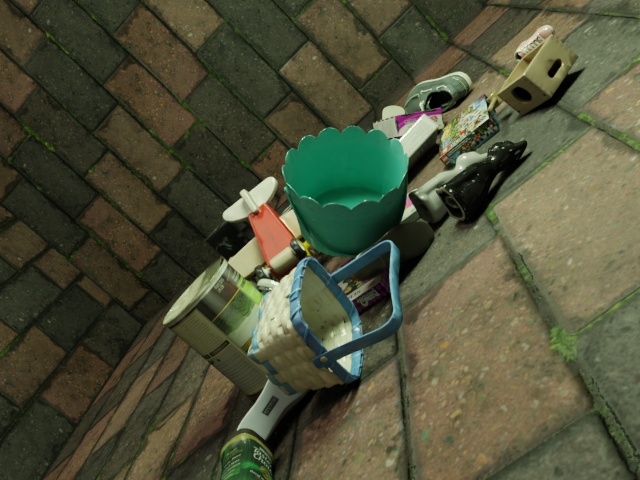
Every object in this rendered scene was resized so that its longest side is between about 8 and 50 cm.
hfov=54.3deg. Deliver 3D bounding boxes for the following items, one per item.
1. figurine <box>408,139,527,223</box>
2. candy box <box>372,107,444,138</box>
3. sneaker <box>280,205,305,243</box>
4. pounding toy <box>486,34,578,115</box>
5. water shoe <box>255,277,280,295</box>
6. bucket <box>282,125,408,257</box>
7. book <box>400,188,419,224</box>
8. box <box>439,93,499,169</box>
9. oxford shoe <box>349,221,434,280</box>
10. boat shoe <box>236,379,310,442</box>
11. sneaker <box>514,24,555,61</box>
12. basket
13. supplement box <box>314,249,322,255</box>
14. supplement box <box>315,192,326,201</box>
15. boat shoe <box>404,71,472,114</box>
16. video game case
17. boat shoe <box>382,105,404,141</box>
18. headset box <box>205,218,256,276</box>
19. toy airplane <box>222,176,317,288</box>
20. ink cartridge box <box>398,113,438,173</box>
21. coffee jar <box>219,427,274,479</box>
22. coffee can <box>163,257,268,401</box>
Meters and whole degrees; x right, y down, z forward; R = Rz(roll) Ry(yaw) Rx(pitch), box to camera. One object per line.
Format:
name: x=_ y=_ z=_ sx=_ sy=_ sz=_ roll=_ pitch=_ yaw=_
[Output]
figurine: x=0.317 y=-0.134 z=1.341 sx=0.209 sy=0.092 sz=0.215 roll=-41 pitch=10 yaw=-14
candy box: x=0.282 y=-0.374 z=2.032 sx=0.159 sy=0.071 sz=0.233 roll=-12 pitch=8 yaw=-10
sneaker: x=-0.001 y=-0.168 z=2.234 sx=0.447 sy=0.169 sz=0.257 roll=-38 pitch=16 yaw=39
pounding toy: x=0.477 y=-0.348 z=1.468 sx=0.181 sy=0.094 sz=0.206 roll=-54 pitch=5 yaw=-13
water shoe: x=-0.073 y=0.157 z=1.538 sx=0.203 sy=0.073 sz=0.080 roll=16 pitch=77 yaw=27
bucket: x=0.061 y=-0.106 z=1.404 sx=0.281 sy=0.281 sz=0.183 roll=-55 pitch=-28 yaw=-34
book: x=0.217 y=-0.076 z=1.569 sx=0.096 sy=0.035 sz=0.144 roll=-39 pitch=15 yaw=17
box: x=0.390 y=-0.292 z=1.656 sx=0.159 sy=0.044 sz=0.233 roll=-39 pitch=14 yaw=26
oxford shoe: x=0.144 y=0.021 z=1.312 sx=0.212 sy=0.076 sz=0.076 roll=-26 pitch=-5 yaw=-21
boat shoe: x=-0.081 y=0.319 z=1.216 sx=0.228 sy=0.080 sz=0.076 roll=-53 pitch=-13 yaw=-31
sneaker: x=0.604 y=-0.552 z=1.774 sx=0.070 sy=0.051 sz=0.134 roll=-53 pitch=11 yaw=-23
basket: x=0.023 y=0.133 z=1.146 sx=0.289 sy=0.201 sz=0.254 roll=-35 pitch=21 yaw=25
supplement box: x=0.000 y=0.000 z=1.969 sx=0.043 sy=0.055 sz=0.083 roll=-37 pitch=16 yaw=30
supplement box: x=0.070 y=-0.095 z=1.639 sx=0.220 sy=0.111 sz=0.114 roll=-42 pitch=-6 yaw=-40
boat shoe: x=0.376 y=-0.479 z=2.127 sx=0.099 sy=0.116 sz=0.319 roll=-48 pitch=17 yaw=-25
video game case: x=0.084 y=0.097 z=1.426 sx=0.210 sy=0.042 sz=0.232 roll=-36 pitch=15 yaw=28
boat shoe: x=0.248 y=-0.362 z=2.223 sx=0.091 sy=0.109 sz=0.305 roll=88 pitch=-167 yaw=-45
headset box: x=-0.273 y=-0.004 z=2.423 sx=0.283 sy=0.246 sz=0.131 roll=-35 pitch=17 yaw=44
toy airplane: x=-0.110 y=0.011 z=1.794 sx=0.386 sy=0.272 sz=0.384 roll=-1 pitch=61 yaw=34
ink cartridge box: x=0.228 y=-0.211 z=1.880 sx=0.296 sy=0.066 sz=0.261 roll=-46 pitch=-13 yaw=-4
coffee jar: x=-0.122 y=0.394 z=1.038 sx=0.079 sy=0.096 sz=0.184 roll=-42 pitch=14 yaw=4
coffee can: x=-0.191 y=0.205 z=1.437 sx=0.201 sy=0.275 sz=0.201 roll=-43 pitch=13 yaw=13
